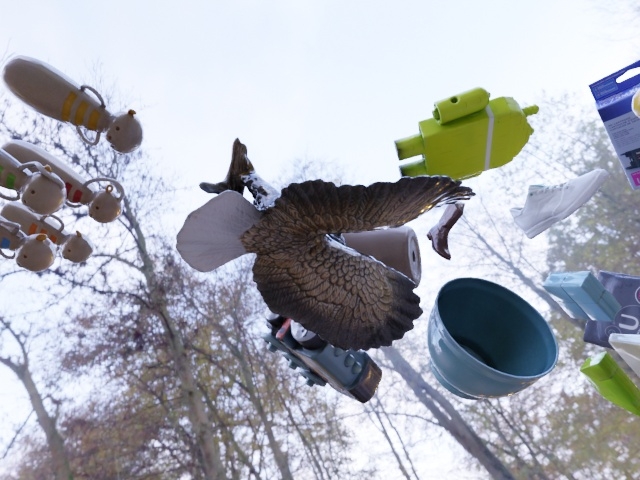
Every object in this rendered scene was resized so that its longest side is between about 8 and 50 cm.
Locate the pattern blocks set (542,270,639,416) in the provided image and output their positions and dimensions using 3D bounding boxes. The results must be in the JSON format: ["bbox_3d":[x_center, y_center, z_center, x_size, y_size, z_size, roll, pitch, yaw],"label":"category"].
[{"bbox_3d":[0.344,0.139,0.367,0.026,0.285,0.325,-47,-73,-15],"label":"pattern blocks set"}]

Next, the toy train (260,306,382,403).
[{"bbox_3d":[0.007,0.251,1.052,0.142,0.190,0.334,-57,-46,-24],"label":"toy train"}]

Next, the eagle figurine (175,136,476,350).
[{"bbox_3d":[0.005,-0.009,0.554,0.225,0.298,0.226,-62,-12,-13],"label":"eagle figurine"}]

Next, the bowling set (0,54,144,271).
[{"bbox_3d":[-0.329,-0.032,0.510,0.154,0.200,0.287,29,-49,-6],"label":"bowling set"}]

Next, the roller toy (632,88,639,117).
[{"bbox_3d":[0.469,-0.171,0.474,0.191,0.146,0.209,0,-21,-30],"label":"roller toy"}]

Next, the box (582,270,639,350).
[{"bbox_3d":[0.722,0.178,1.016,0.270,0.143,0.165,17,-94,-38],"label":"box"}]

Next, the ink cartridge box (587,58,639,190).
[{"bbox_3d":[0.807,-0.286,1.118,0.185,0.065,0.311,-23,-67,36],"label":"ink cartridge box"}]

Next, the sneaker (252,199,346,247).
[{"bbox_3d":[-0.026,0.005,0.928,0.276,0.097,0.135,52,-126,-15],"label":"sneaker"}]

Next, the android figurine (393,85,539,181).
[{"bbox_3d":[0.281,-0.190,0.889,0.272,0.056,0.248,-17,-30,9],"label":"android figurine"}]

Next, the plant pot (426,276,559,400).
[{"bbox_3d":[0.380,0.259,1.110,0.293,0.293,0.196,-2,-47,-23],"label":"plant pot"}]

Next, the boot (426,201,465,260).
[{"bbox_3d":[0.287,-0.027,1.011,0.037,0.106,0.114,15,-57,-31],"label":"boot"}]

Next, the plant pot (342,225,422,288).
[{"bbox_3d":[0.118,0.054,1.121,0.229,0.263,0.263,-6,-44,24],"label":"plant pot"}]

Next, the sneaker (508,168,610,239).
[{"bbox_3d":[0.470,-0.088,0.931,0.080,0.094,0.212,-31,-13,-37],"label":"sneaker"}]
